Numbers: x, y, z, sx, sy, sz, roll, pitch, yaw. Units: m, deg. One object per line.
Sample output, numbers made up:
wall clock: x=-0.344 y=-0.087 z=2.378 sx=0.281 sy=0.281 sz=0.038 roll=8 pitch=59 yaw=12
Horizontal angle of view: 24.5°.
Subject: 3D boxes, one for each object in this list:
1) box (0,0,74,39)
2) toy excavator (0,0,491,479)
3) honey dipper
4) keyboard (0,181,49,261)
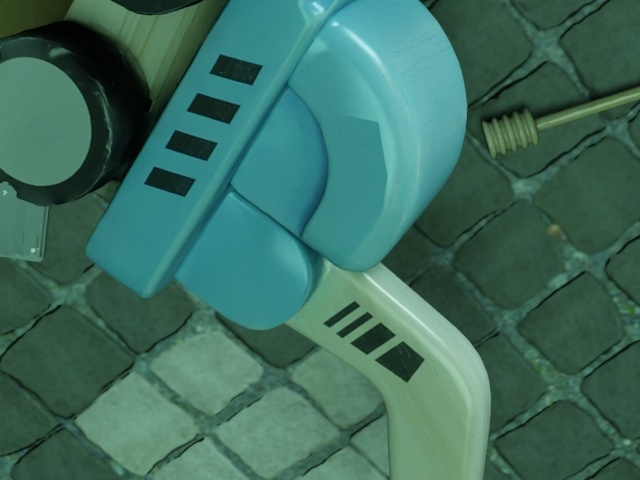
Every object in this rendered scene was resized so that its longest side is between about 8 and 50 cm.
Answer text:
box: x=-0.225 y=-0.213 z=1.014 sx=0.164 sy=0.021 sz=0.201 roll=21 pitch=117 yaw=-1
toy excavator: x=0.000 y=0.000 z=0.950 sx=0.445 sy=0.222 sz=0.433 roll=36 pitch=115 yaw=6
honey dipper: x=0.199 y=-0.099 z=1.088 sx=0.161 sy=0.030 sz=0.030 roll=-18 pitch=116 yaw=6
keyboard: x=-0.231 y=-0.100 z=1.092 sx=0.072 sy=0.014 sz=0.256 roll=11 pitch=117 yaw=0
